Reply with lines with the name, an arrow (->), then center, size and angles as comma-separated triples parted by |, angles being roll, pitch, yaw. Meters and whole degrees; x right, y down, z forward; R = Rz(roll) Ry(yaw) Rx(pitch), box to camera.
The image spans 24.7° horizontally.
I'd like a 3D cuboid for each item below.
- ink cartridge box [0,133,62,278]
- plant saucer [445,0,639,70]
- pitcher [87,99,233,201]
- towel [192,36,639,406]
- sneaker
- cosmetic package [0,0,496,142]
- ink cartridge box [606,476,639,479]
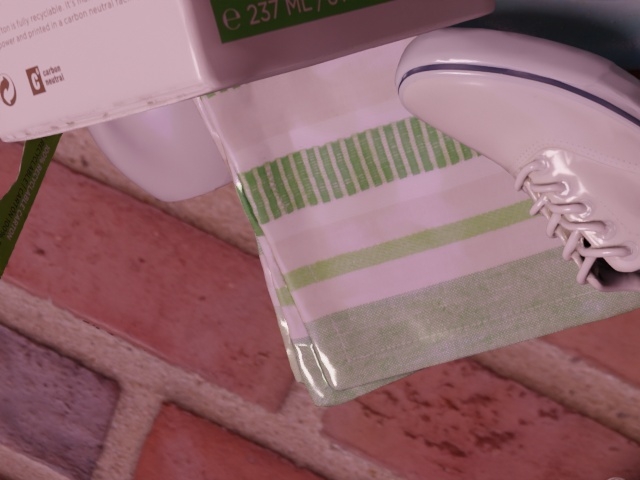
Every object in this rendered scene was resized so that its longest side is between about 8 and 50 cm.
ink cartridge box -> -0.175, -0.110, 0.723 | 0.097, 0.188, 0.255 | -8, 137, 26
plant saucer -> 0.140, -0.235, 0.704 | 0.318, 0.043, 0.317 | 6, 122, 10
pitcher -> -0.083, -0.139, 0.898 | 0.178, 0.125, 0.207 | -14, 110, 27
towel -> 0.052, -0.079, 0.837 | 0.248, 0.038, 0.324 | -18, 107, 9
sneaker -> 0.152, -0.026, 0.766 | 0.258, 0.091, 0.094 | 25, 155, -1
cosmetic package -> -0.079, -0.246, 0.629 | 0.155, 0.197, 0.365 | -7, 102, 45
ink cartridge box -> 0.259, 0.269, 1.083 | 0.272, 0.130, 0.309 | 34, 136, -4
